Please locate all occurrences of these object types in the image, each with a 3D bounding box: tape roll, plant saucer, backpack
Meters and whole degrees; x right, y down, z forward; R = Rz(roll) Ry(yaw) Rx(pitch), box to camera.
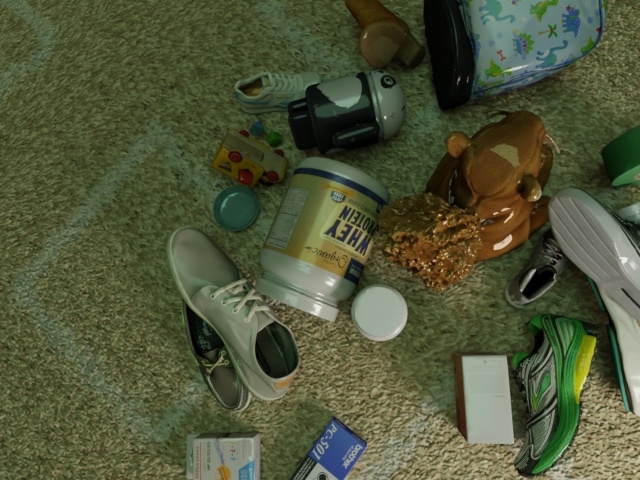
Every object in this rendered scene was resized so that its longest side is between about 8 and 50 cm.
[{"bbox_3d":[0.748,-0.200,0.942,0.321,0.321,0.077,-13,79,5],"label":"tape roll"},{"bbox_3d":[-0.214,-0.081,1.206,0.119,0.021,0.119,-1,79,7],"label":"plant saucer"},{"bbox_3d":[0.451,-0.480,1.084,0.355,0.273,0.290,-10,98,-8],"label":"backpack"}]

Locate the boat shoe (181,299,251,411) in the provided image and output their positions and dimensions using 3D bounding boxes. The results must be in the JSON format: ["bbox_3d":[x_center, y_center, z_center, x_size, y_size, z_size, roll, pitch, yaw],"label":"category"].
[{"bbox_3d":[-0.251,0.258,1.112,0.109,0.091,0.305,-23,77,3],"label":"boat shoe"}]

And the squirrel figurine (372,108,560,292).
[{"bbox_3d":[0.306,-0.070,0.953,0.281,0.370,0.397,44,88,13],"label":"squirrel figurine"}]

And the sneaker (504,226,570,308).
[{"bbox_3d":[0.499,0.051,1.026,0.086,0.132,0.229,34,86,12],"label":"sneaker"}]

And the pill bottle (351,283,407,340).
[{"bbox_3d":[0.127,0.156,1.019,0.119,0.208,0.119,-1,79,7],"label":"pill bottle"}]

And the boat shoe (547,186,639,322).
[{"bbox_3d":[0.566,0.018,0.893,0.119,0.121,0.335,-43,95,-18],"label":"boat shoe"}]

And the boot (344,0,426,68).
[{"bbox_3d":[0.120,-0.514,1.128,0.211,0.295,0.104,51,123,16],"label":"boot"}]

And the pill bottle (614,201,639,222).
[{"bbox_3d":[0.710,0.010,1.020,0.103,0.103,0.184,-21,78,4],"label":"pill bottle"}]

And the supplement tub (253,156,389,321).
[{"bbox_3d":[0.000,0.000,1.056,0.228,0.228,0.316,20,83,11],"label":"supplement tub"}]

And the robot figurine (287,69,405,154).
[{"bbox_3d":[0.063,-0.307,1.132,0.278,0.173,0.209,-12,81,6],"label":"robot figurine"}]

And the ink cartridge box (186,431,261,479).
[{"bbox_3d":[-0.231,0.499,1.079,0.181,0.061,0.104,-4,79,7],"label":"ink cartridge box"}]

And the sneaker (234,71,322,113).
[{"bbox_3d":[-0.107,-0.387,1.213,0.228,0.092,0.087,-12,76,4],"label":"sneaker"}]

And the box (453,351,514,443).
[{"bbox_3d":[0.339,0.326,0.998,0.091,0.130,0.171,-2,79,7],"label":"box"}]

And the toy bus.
[{"bbox_3d":[-0.169,-0.186,1.177,0.104,0.191,0.202,-44,71,43],"label":"toy bus"}]

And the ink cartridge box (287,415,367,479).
[{"bbox_3d":[0.005,0.509,1.053,0.097,0.046,0.207,35,86,12],"label":"ink cartridge box"}]

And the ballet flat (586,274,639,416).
[{"bbox_3d":[0.639,0.154,0.966,0.139,0.139,0.400,-14,82,5],"label":"ballet flat"}]

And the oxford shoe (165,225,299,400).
[{"bbox_3d":[-0.187,0.148,1.067,0.130,0.169,0.449,-38,83,44],"label":"oxford shoe"}]

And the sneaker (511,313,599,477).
[{"bbox_3d":[0.463,0.320,0.997,0.146,0.134,0.344,17,73,17],"label":"sneaker"}]
